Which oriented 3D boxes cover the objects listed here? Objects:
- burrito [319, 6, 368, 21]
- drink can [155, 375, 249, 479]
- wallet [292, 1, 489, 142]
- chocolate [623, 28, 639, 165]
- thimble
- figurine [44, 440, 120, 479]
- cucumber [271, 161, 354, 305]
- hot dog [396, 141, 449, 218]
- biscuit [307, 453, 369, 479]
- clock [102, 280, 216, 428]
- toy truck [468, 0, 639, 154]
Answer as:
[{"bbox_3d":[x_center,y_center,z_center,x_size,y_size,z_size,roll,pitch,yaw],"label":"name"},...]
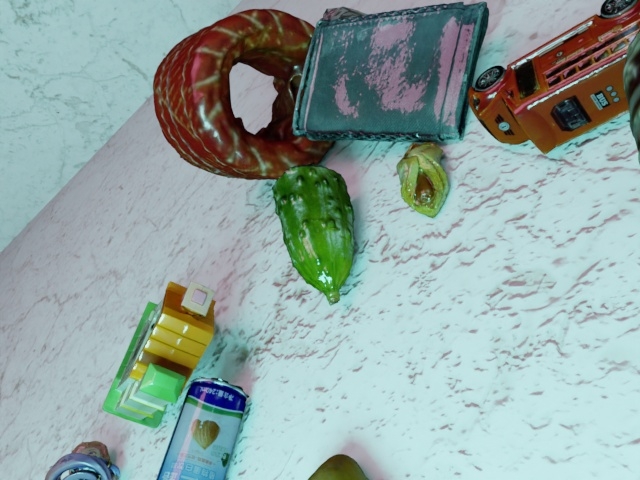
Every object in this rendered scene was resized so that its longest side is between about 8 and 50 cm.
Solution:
[{"bbox_3d":[0.077,-0.424,1.276,0.139,0.101,0.445,-56,33,14],"label":"burrito"},{"bbox_3d":[-0.181,0.324,0.857,0.097,0.097,0.235,-20,43,40],"label":"drink can"},{"bbox_3d":[0.113,-0.283,1.035,0.342,0.075,0.237,8,82,37],"label":"wallet"},{"bbox_3d":[0.371,-0.109,0.483,0.225,0.210,0.340,-27,39,38],"label":"chocolate"},{"bbox_3d":[-0.140,-0.282,1.199,0.230,0.350,0.350,6,63,56],"label":"thimble"},{"bbox_3d":[-0.423,0.427,1.068,0.126,0.114,0.157,-25,-3,-14],"label":"figurine"},{"bbox_3d":[-0.002,-0.002,0.944,0.134,0.134,0.244,-36,44,23],"label":"cucumber"},{"bbox_3d":[0.151,-0.109,0.901,0.078,0.061,0.169,-34,36,25],"label":"hot dog"},{"bbox_3d":[0.010,0.382,0.589,0.237,0.062,0.291,-50,30,4],"label":"biscuit"},{"bbox_3d":[-0.258,0.186,1.016,0.255,0.106,0.220,-38,30,53],"label":"clock"},{"bbox_3d":[0.314,-0.193,0.735,0.252,0.107,0.114,-27,39,33],"label":"toy truck"}]
